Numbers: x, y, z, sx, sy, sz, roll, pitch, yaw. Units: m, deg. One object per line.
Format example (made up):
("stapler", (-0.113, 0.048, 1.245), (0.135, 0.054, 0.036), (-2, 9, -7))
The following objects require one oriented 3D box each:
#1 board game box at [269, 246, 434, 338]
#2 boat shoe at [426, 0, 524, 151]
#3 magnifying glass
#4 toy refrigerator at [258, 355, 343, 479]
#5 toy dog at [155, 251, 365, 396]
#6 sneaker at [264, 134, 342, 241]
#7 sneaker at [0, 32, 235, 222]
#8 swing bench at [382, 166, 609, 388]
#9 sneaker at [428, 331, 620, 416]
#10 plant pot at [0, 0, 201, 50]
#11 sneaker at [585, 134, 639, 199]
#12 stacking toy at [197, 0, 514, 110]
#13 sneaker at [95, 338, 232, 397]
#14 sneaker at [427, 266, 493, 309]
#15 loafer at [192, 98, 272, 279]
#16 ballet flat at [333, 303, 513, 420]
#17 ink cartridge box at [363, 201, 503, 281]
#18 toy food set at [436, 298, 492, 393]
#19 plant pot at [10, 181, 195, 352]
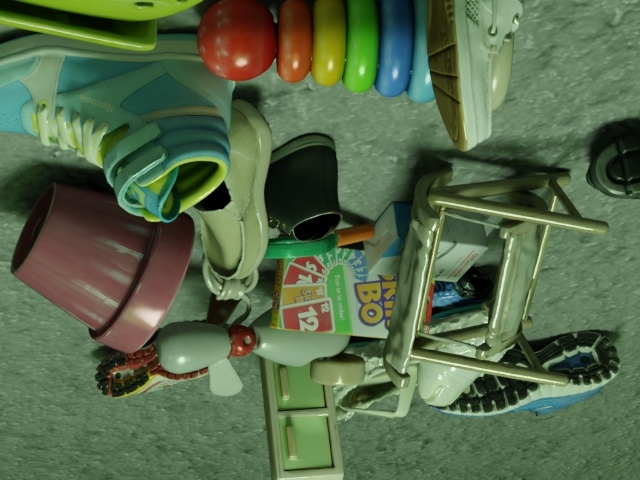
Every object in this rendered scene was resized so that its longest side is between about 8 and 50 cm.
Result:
("board game box", (0.056, 0.075, 1.973), (0.259, 0.124, 0.039), (7, 179, -29))
("boat shoe", (0.158, -0.227, 1.363), (0.096, 0.277, 0.098), (-9, -164, -13))
("magnifying glass", (0.000, 0.000, 1.835), (0.092, 0.026, 0.231), (0, -175, 34))
("toy refrigerator", (-0.033, 0.250, 2.119), (0.102, 0.269, 0.094), (-2, 151, -8))
("toy dog", (-0.089, 0.129, 2.012), (0.334, 0.220, 0.161), (21, 172, -29))
("sneaker", (-0.064, -0.035, 1.760), (0.083, 0.118, 0.222), (18, 142, -38))
("sneaker", (-0.244, -0.112, 1.489), (0.319, 0.208, 0.127), (-6, 152, -2))
("swing bench", (0.213, 0.048, 1.834), (0.255, 0.165, 0.253), (2, 119, -15))
("sneaker", (0.344, 0.255, 2.365), (0.330, 0.129, 0.147), (-7, 148, -1))
("plant pot", (-0.206, -0.296, 1.168), (0.228, 0.227, 0.207), (8, 154, -27))
("sneaker", (0.476, -0.109, 1.812), (0.267, 0.101, 0.106), (-7, 173, -4))
("stacking toy", (0.034, -0.215, 1.478), (0.330, 0.141, 0.141), (2, 150, -3))
("sneaker", (-0.238, 0.186, 2.170), (0.225, 0.088, 0.093), (-15, 170, 14))
("sneaker", (0.186, 0.069, 2.068), (0.152, 0.058, 0.084), (9, 143, -20))
("loafer", (-0.122, -0.052, 1.686), (0.092, 0.102, 0.268), (-27, 140, -31))
("ballet flat", (0.150, 0.207, 2.157), (0.147, 0.147, 0.409), (20, 151, -40))
("ink cartridge box", (0.164, 0.006, 1.946), (0.180, 0.060, 0.104), (6, 147, -22))
("toy food set", (0.231, 0.150, 2.225), (0.128, 0.071, 0.218), (23, 143, -4))
("plant pot", (-0.284, 0.021, 1.752), (0.180, 0.201, 0.201), (25, 139, -22))
